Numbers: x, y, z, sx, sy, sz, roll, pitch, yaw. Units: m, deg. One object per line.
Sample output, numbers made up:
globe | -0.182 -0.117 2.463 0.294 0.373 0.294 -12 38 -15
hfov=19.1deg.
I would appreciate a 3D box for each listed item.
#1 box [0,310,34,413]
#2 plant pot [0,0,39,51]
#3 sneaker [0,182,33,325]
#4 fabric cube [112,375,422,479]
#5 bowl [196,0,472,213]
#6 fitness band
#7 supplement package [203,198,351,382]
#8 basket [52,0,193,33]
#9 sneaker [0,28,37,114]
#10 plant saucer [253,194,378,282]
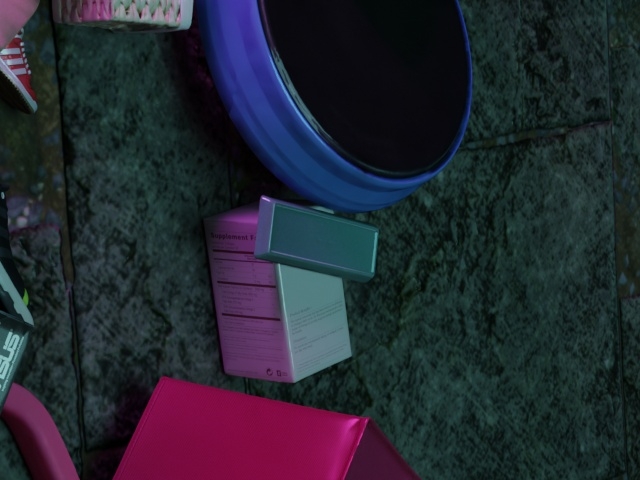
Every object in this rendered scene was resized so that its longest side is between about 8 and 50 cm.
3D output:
box | -0.381 0.147 1.689 0.183 0.056 0.231 26 72 -21
plant pot | -0.416 -0.221 1.560 0.274 0.256 0.256 50 55 -19
sneaker | -0.314 -0.013 1.783 0.097 0.084 0.234 -46 125 -38
fabric cube | -0.054 0.321 1.933 0.259 0.258 0.254 54 51 -48
bowl | 0.028 -0.226 2.082 0.391 0.077 0.391 20 63 -44
fitness band | -0.317 0.267 1.822 0.209 0.054 0.291 -40 122 -39
supplement package | -0.046 0.052 2.071 0.105 0.105 0.179 -20 107 -47
basket | -0.199 -0.290 1.875 0.103 0.113 0.167 -4 96 -44
sneaker | -0.295 -0.182 1.824 0.067 0.042 0.118 -53 126 -28
plant saucer | 0.000 0.000 2.027 0.192 0.018 0.067 14 80 -49
